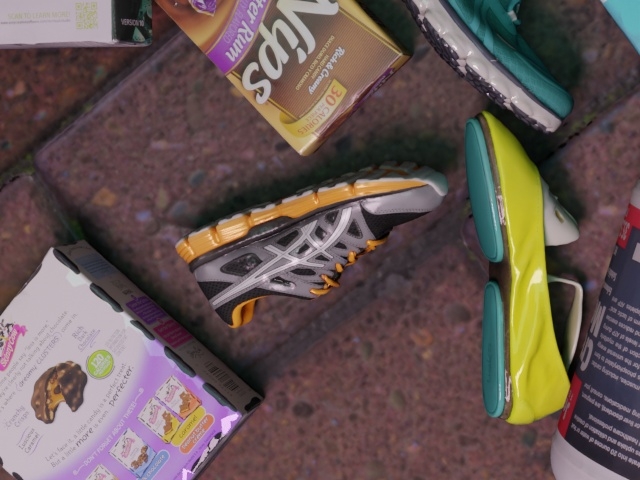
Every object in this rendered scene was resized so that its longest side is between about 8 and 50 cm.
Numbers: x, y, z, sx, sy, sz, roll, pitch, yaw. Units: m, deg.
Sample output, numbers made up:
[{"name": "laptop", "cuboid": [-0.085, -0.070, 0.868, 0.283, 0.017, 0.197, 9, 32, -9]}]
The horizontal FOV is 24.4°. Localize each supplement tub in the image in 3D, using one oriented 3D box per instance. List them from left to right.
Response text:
[{"name": "supplement tub", "cuboid": [0.265, 0.101, 0.984, 0.191, 0.191, 0.272, 18, 99, 11]}]

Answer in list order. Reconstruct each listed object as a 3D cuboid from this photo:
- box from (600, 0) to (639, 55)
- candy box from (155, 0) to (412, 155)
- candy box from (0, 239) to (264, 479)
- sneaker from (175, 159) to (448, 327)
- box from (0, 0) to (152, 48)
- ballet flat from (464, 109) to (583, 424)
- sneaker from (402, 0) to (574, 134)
[{"name": "box", "cuboid": [0.221, -0.217, 1.030, 0.100, 0.060, 0.244, -36, 87, 14]}, {"name": "candy box", "cuboid": [-0.034, -0.167, 1.100, 0.109, 0.053, 0.187, -45, 86, 13]}, {"name": "candy box", "cuboid": [-0.173, 0.124, 1.152, 0.196, 0.070, 0.165, 41, 103, 6]}, {"name": "sneaker", "cuboid": [0.000, 0.000, 1.098, 0.215, 0.084, 0.083, -19, 93, 24]}, {"name": "box", "cuboid": [-0.236, -0.304, 1.106, 0.232, 0.058, 0.322, 3, 98, 27]}, {"name": "ballet flat", "cuboid": [0.150, 0.018, 1.072, 0.077, 0.077, 0.231, -6, 97, -8]}, {"name": "sneaker", "cuboid": [0.102, -0.200, 1.041, 0.110, 0.107, 0.275, -32, 88, 7]}]
